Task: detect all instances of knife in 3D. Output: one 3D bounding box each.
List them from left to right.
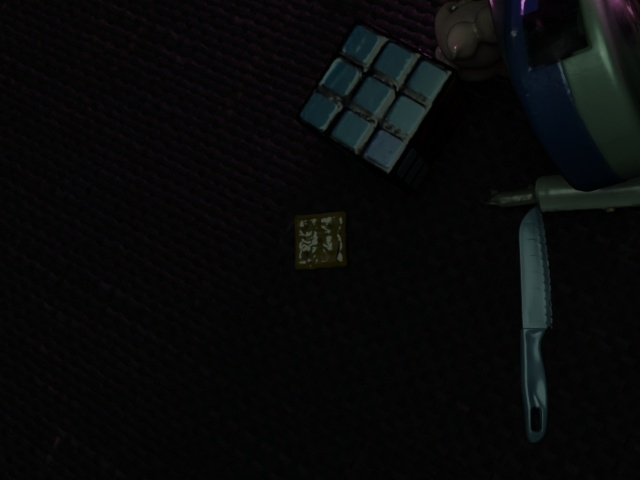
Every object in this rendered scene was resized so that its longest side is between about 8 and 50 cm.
[{"bbox_3d":[0.282,0.107,1.090,0.044,0.019,0.313,-2,81,11],"label":"knife"}]

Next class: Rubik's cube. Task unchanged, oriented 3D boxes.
[{"bbox_3d":[0.089,-0.175,1.122,0.162,0.163,0.160,33,94,16],"label":"Rubik's cube"}]

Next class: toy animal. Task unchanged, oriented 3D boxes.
[{"bbox_3d":[0.202,-0.275,1.074,0.124,0.212,0.124,-1,86,13],"label":"toy animal"}]

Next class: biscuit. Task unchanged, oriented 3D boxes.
[{"bbox_3d":[0.000,0.000,1.199,0.081,0.018,0.083,-3,80,19],"label":"biscuit"}]

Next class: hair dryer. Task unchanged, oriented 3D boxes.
[{"bbox_3d":[0.380,-0.052,1.051,0.357,0.107,0.173,-3,79,27],"label":"hair dryer"}]

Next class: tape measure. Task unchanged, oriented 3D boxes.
[{"bbox_3d":[0.310,-0.194,0.941,0.138,0.259,0.262,-25,43,29],"label":"tape measure"}]
